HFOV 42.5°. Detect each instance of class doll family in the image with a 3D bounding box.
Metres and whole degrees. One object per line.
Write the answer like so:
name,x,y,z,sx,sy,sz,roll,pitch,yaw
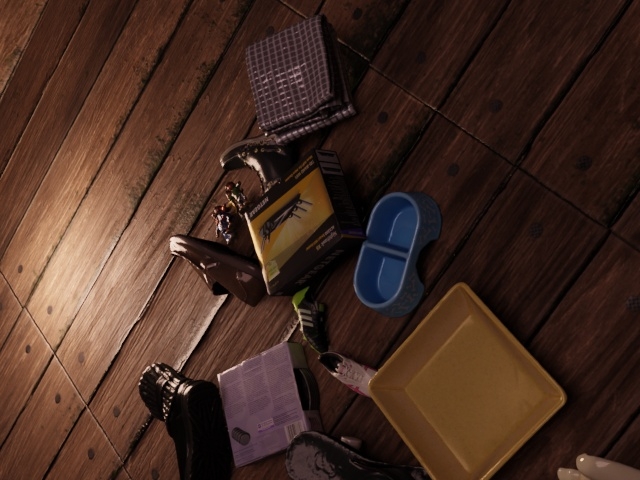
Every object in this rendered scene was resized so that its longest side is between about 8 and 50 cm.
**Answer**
doll family,-0.246,-0.078,2.219,0.111,0.076,0.193,50,115,29

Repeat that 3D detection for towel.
towel,-0.059,-0.407,2.066,0.235,0.121,0.283,-19,65,19

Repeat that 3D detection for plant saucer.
plant saucer,0.302,0.313,1.692,0.332,0.081,0.333,-51,54,18

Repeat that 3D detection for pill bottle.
pill bottle,0.061,0.505,1.855,0.065,0.065,0.116,7,84,39

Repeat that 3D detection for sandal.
sandal,0.112,0.533,1.734,0.446,0.107,0.167,13,88,25

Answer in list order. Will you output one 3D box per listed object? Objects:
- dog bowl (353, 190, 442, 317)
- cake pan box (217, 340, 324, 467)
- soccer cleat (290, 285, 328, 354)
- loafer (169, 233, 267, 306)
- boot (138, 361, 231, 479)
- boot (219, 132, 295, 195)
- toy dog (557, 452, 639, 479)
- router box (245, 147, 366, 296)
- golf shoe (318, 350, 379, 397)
dog bowl,0.167,0.027,1.864,0.166,0.074,0.297,17,92,39
cake pan box,-0.125,0.403,2.026,0.267,0.070,0.245,-31,65,31
soccer cleat,-0.016,0.191,1.987,0.072,0.060,0.178,-40,56,24
loafer,-0.281,0.078,2.173,0.366,0.134,0.130,21,94,40
boot,-0.358,0.501,2.147,0.260,0.131,0.347,2,95,48
boot,-0.160,-0.179,2.155,0.236,0.085,0.178,-18,68,27
toy dog,0.504,0.606,1.336,0.396,0.284,0.407,20,73,4
router box,-0.044,-0.037,1.986,0.309,0.081,0.242,-40,59,41
golf shoe,0.074,0.308,1.873,0.186,0.086,0.067,23,94,38
